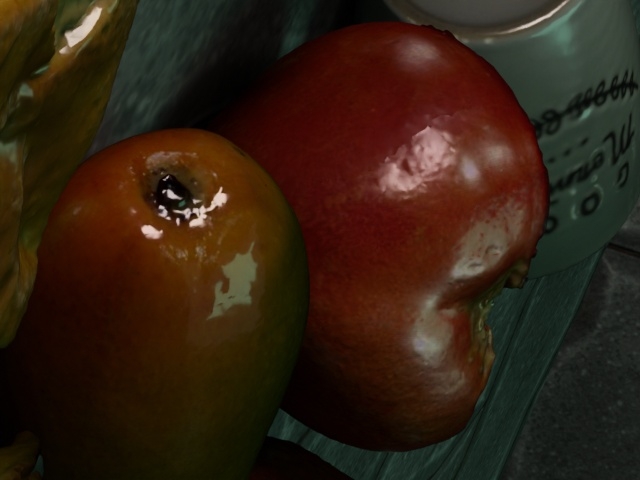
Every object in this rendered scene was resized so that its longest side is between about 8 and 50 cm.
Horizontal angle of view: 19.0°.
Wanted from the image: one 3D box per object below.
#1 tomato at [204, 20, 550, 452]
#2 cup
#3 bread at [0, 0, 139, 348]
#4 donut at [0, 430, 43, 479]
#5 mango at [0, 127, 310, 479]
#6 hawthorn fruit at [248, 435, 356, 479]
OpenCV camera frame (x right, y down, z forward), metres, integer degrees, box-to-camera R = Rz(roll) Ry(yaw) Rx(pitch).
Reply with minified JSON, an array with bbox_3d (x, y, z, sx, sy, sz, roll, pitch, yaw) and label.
[{"bbox_3d":[0.000,0.000,0.993,0.139,0.200,0.233,-5,117,-40],"label":"tomato"},{"bbox_3d":[0.073,-0.089,1.149,0.258,0.186,0.234,-31,151,-7],"label":"cup"},{"bbox_3d":[-0.144,-0.020,0.580,0.235,0.099,0.210,-33,149,-64],"label":"bread"},{"bbox_3d":[-0.176,0.203,0.774,0.272,0.107,0.272,-171,-90,-85],"label":"donut"},{"bbox_3d":[-0.083,0.068,0.894,0.146,0.129,0.289,-26,140,-42],"label":"mango"},{"bbox_3d":[-0.040,0.240,1.138,0.254,0.254,0.300,-62,155,4],"label":"hawthorn fruit"}]
